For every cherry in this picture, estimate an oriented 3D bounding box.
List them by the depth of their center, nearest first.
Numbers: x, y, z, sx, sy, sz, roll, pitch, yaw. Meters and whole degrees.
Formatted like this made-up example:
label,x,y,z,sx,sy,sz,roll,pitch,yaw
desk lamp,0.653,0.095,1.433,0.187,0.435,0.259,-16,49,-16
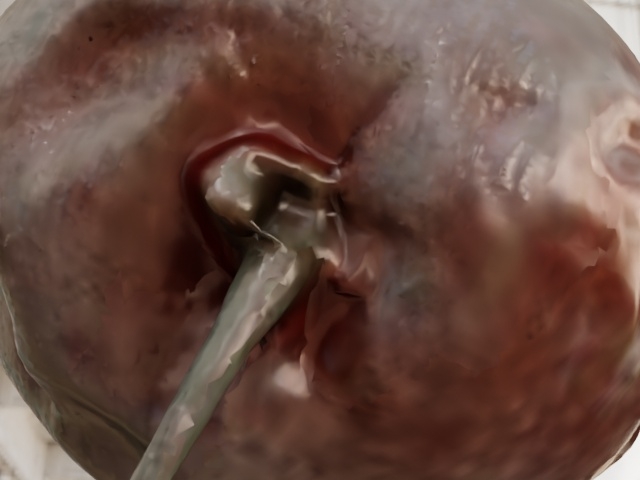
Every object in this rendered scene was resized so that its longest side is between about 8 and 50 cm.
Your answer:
label,x,y,z,sx,sy,sz,roll,pitch,yaw
cherry,-0.013,-0.004,0.499,0.326,0.291,0.335,17,-5,-22
